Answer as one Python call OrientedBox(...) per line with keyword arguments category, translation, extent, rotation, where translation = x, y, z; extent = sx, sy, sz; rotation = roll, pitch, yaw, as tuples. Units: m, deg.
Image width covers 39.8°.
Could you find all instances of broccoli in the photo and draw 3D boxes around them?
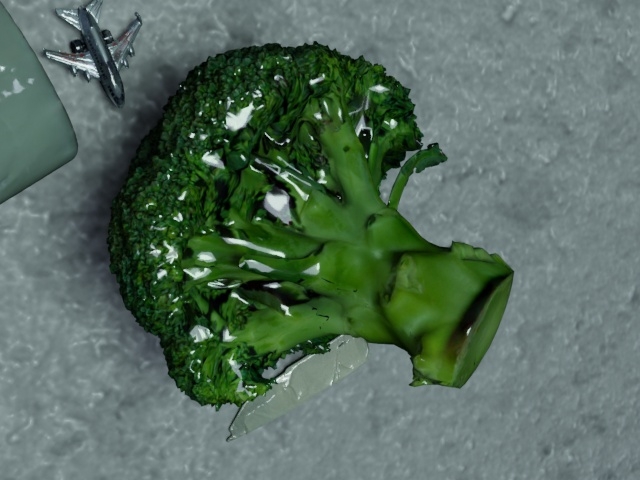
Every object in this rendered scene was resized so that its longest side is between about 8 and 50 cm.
OrientedBox(category="broccoli", translation=(0.000, 0.000, 0.652), extent=(0.297, 0.297, 0.297), rotation=(-44, 149, -35))

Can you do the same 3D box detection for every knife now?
OrientedBox(category="knife", translation=(0.034, 0.097, 0.829), extent=(0.298, 0.017, 0.047), rotation=(-34, 120, -17))

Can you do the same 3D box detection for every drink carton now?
OrientedBox(category="drink carton", translation=(-0.270, -0.068, 0.549), extent=(0.189, 0.185, 0.191), rotation=(-35, 112, -20))

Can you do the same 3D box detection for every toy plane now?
OrientedBox(category="toy plane", translation=(-0.166, -0.140, 0.668), extent=(0.078, 0.031, 0.083), rotation=(-25, 111, -20))
